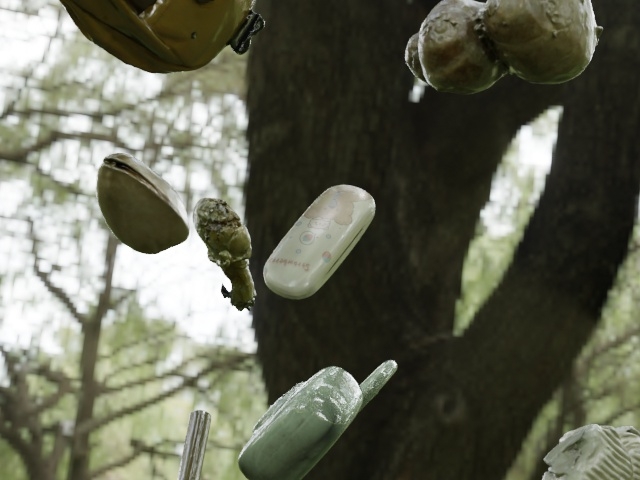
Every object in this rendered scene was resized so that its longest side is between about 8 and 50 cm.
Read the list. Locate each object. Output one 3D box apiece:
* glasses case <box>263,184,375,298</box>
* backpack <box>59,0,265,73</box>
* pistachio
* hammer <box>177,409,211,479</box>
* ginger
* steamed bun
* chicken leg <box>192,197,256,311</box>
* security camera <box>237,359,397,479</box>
[{"bbox_3d":[0.000,0.000,1.869,0.081,0.204,0.051,22,-37,21],"label":"glasses case"},{"bbox_3d":[-0.239,-0.440,2.173,0.201,0.353,0.378,30,-7,47],"label":"backpack"},{"bbox_3d":[-0.260,-0.053,2.019,0.126,0.108,0.185,9,-31,43],"label":"pistachio"},{"bbox_3d":[-0.206,0.388,2.102,0.111,0.365,0.043,-1,-55,5],"label":"hammer"},{"bbox_3d":[0.256,-0.302,2.106,0.304,0.155,0.244,-6,-3,24],"label":"ginger"},{"bbox_3d":[0.354,0.342,1.823,0.211,0.218,0.144,34,-36,-26],"label":"steamed bun"},{"bbox_3d":[-0.160,0.029,2.484,0.088,0.228,0.103,-26,15,-31],"label":"chicken leg"},{"bbox_3d":[0.000,0.198,1.621,0.080,0.157,0.301,43,17,7],"label":"security camera"}]
